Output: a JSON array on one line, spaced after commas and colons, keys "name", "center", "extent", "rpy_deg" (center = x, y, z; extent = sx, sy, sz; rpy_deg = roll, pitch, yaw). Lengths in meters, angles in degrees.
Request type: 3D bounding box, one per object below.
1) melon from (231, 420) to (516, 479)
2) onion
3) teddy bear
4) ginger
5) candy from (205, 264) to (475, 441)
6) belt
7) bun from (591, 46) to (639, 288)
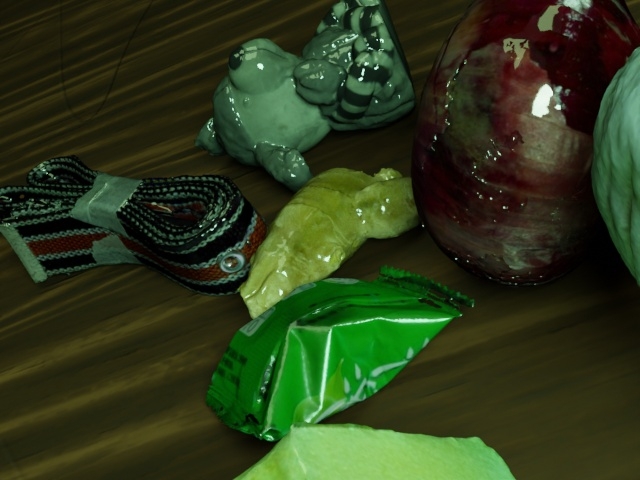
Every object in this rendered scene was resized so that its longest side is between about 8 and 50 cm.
[{"name": "melon", "center": [-0.001, 0.263, 0.528], "extent": [0.331, 0.226, 0.343], "rpy_deg": [-18, 47, -6]}, {"name": "onion", "center": [0.179, -0.081, 0.837], "extent": [0.219, 0.252, 0.252], "rpy_deg": [12, 47, 13]}, {"name": "teddy bear", "center": [-0.014, -0.144, 1.124], "extent": [0.251, 0.144, 0.171], "rpy_deg": [-31, 48, 1]}, {"name": "ginger", "center": [-0.004, -0.010, 0.991], "extent": [0.205, 0.081, 0.115], "rpy_deg": [-35, 65, -24]}, {"name": "candy", "center": [0.004, 0.080, 0.875], "extent": [0.203, 0.078, 0.141], "rpy_deg": [-32, 34, -15]}, {"name": "belt", "center": [-0.193, -0.018, 1.121], "extent": [0.360, 0.094, 0.126], "rpy_deg": [6, 46, 39]}, {"name": "bun", "center": [0.294, 0.019, 0.521], "extent": [0.211, 0.362, 0.362], "rpy_deg": [-33, 34, -3]}]
